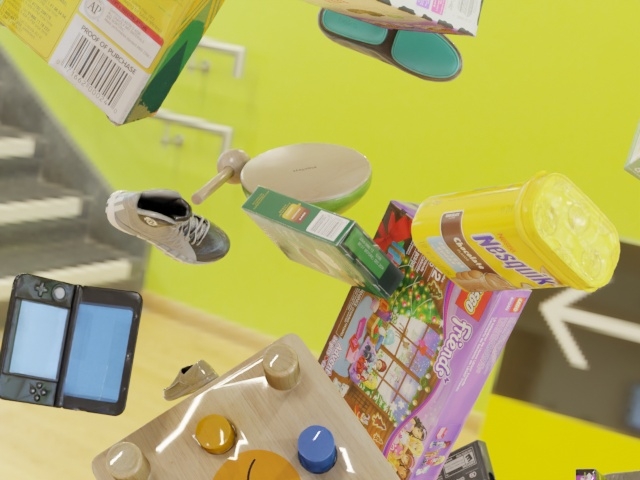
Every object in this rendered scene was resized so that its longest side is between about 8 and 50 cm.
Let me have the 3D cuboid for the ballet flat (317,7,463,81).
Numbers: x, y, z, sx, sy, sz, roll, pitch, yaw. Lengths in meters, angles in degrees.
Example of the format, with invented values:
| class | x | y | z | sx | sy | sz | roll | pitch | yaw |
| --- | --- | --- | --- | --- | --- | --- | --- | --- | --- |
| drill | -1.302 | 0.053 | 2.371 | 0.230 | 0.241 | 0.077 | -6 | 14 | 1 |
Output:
| class | x | y | z | sx | sy | sz | roll | pitch | yaw |
| --- | --- | --- | --- | --- | --- | --- | --- | --- | --- |
| ballet flat | 0.098 | -0.274 | 1.699 | 0.213 | 0.072 | 0.068 | 24 | 3 | 9 |

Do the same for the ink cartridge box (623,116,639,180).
| class | x | y | z | sx | sy | sz | roll | pitch | yaw |
| --- | --- | --- | --- | --- | --- | --- | --- | --- | --- |
| ink cartridge box | 0.557 | -0.200 | 1.826 | 0.056 | 0.171 | 0.235 | 34 | -35 | -10 |

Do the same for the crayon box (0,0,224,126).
| class | x | y | z | sx | sy | sz | roll | pitch | yaw |
| --- | --- | --- | --- | --- | --- | --- | --- | --- | --- |
| crayon box | -0.196 | -0.311 | 1.347 | 0.202 | 0.318 | 0.081 | 41 | 26 | 10 |

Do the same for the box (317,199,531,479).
| class | x | y | z | sx | sy | sz | roll | pitch | yaw |
| --- | --- | --- | --- | --- | --- | --- | --- | --- | --- |
| box | 0.101 | 0.128 | 1.440 | 0.057 | 0.293 | 0.201 | 4 | 27 | -43 |

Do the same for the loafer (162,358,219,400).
| class | x | y | z | sx | sy | sz | roll | pitch | yaw |
| --- | --- | --- | --- | --- | --- | --- | --- | --- | --- |
| loafer | -0.242 | 0.256 | 2.289 | 0.148 | 0.050 | 0.056 | -28 | -9 | 40 |

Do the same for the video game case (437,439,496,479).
| class | x | y | z | sx | sy | sz | roll | pitch | yaw |
| --- | --- | --- | --- | --- | --- | --- | --- | --- | --- |
| video game case | 0.218 | 0.531 | 2.271 | 0.035 | 0.275 | 0.248 | 23 | 44 | -44 |

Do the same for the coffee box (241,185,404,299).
| class | x | y | z | sx | sy | sz | roll | pitch | yaw |
| --- | --- | --- | --- | --- | --- | --- | --- | --- | --- |
| coffee box | 0.000 | 0.000 | 1.427 | 0.184 | 0.040 | 0.113 | 20 | -20 | 50 |

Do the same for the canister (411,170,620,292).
| class | x | y | z | sx | sy | sz | roll | pitch | yaw |
| --- | --- | --- | --- | --- | --- | --- | --- | --- | --- |
| canister | 0.186 | -0.002 | 1.213 | 0.126 | 0.073 | 0.170 | 40 | -27 | -28 |

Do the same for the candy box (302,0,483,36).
| class | x | y | z | sx | sy | sz | roll | pitch | yaw |
| --- | --- | --- | --- | --- | --- | --- | --- | --- | --- |
| candy box | 0.078 | -0.310 | 1.532 | 0.165 | 0.070 | 0.196 | 15 | 4 | 43 |

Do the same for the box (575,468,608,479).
| class | x | y | z | sx | sy | sz | roll | pitch | yaw |
| --- | --- | --- | --- | --- | --- | --- | --- | --- | --- |
| box | 0.340 | 0.370 | 1.527 | 0.029 | 0.162 | 0.116 | -4 | -21 | 22 |

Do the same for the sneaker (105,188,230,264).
| class | x | y | z | sx | sy | sz | roll | pitch | yaw |
| --- | --- | --- | --- | --- | --- | --- | --- | --- | --- |
| sneaker | -0.220 | -0.023 | 1.990 | 0.229 | 0.086 | 0.132 | 21 | -19 | -32 |

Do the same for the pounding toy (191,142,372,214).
| class | x | y | z | sx | sy | sz | roll | pitch | yaw |
| --- | --- | --- | --- | --- | --- | --- | --- | --- | --- |
| pounding toy | -0.043 | -0.051 | 1.745 | 0.237 | 0.110 | 0.183 | 2 | 30 | 12 |

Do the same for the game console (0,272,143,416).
| class | x | y | z | sx | sy | sz | roll | pitch | yaw |
| --- | --- | --- | --- | --- | --- | --- | --- | --- | --- |
| game console | -0.239 | 0.099 | 1.182 | 0.071 | 0.122 | 0.107 | -2 | -14 | 45 |

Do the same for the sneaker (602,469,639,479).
| class | x | y | z | sx | sy | sz | roll | pitch | yaw |
| --- | --- | --- | --- | --- | --- | --- | --- | --- | --- |
| sneaker | 0.502 | 0.410 | 1.930 | 0.222 | 0.118 | 0.083 | 5 | 52 | -15 |

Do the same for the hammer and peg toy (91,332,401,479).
| class | x | y | z | sx | sy | sz | roll | pitch | yaw |
| --- | --- | --- | --- | --- | --- | --- | --- | --- | --- |
| hammer and peg toy | -0.026 | 0.294 | 1.223 | 0.361 | 0.266 | 0.127 | 53 | -13 | 20 |
